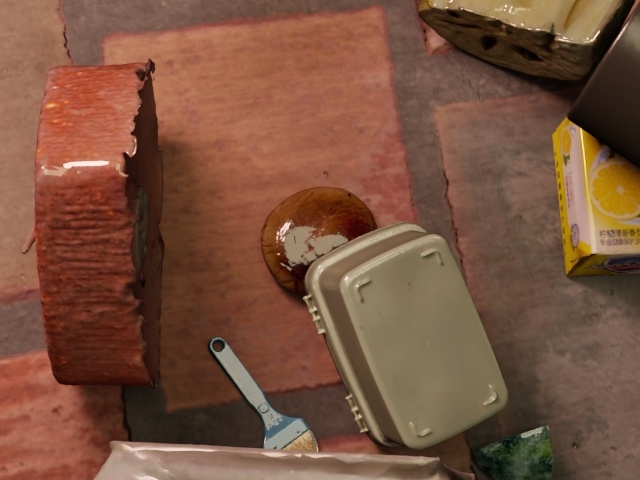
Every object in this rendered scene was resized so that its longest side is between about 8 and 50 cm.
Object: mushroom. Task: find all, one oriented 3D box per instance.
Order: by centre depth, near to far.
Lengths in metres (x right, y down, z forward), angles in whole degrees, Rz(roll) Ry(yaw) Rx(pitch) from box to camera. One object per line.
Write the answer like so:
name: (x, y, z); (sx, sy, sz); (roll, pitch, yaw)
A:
mushroom: (0.000, 0.000, 1.548); (0.123, 0.052, 0.123); (2, 74, -6)

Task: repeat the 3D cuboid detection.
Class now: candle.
candle: (-0.216, -0.022, 1.407); (0.131, 0.287, 0.316); (-2, 80, -4)

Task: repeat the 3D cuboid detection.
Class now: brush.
brush: (-0.061, 0.164, 1.519); (0.051, 0.014, 0.164); (-36, 83, -16)

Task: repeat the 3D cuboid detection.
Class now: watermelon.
watermelon: (0.198, 0.212, 1.535); (0.085, 0.085, 0.061); (31, 34, 0)

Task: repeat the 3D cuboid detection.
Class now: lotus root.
lotus root: (0.220, -0.247, 1.578); (0.235, 0.138, 0.119); (18, 76, 32)

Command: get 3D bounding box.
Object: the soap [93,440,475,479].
soap: (-0.051, 0.398, 1.333); (0.350, 0.213, 0.435); (6, 77, 6)

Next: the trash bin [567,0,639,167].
trash bin: (0.425, -0.106, 1.452); (0.334, 0.214, 0.214); (34, 74, 5)

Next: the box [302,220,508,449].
box: (0.083, 0.095, 1.475); (0.148, 0.129, 0.210); (-25, 99, -13)

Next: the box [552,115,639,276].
box: (0.386, -0.055, 1.593); (0.265, 0.097, 0.168); (0, 77, -8)
